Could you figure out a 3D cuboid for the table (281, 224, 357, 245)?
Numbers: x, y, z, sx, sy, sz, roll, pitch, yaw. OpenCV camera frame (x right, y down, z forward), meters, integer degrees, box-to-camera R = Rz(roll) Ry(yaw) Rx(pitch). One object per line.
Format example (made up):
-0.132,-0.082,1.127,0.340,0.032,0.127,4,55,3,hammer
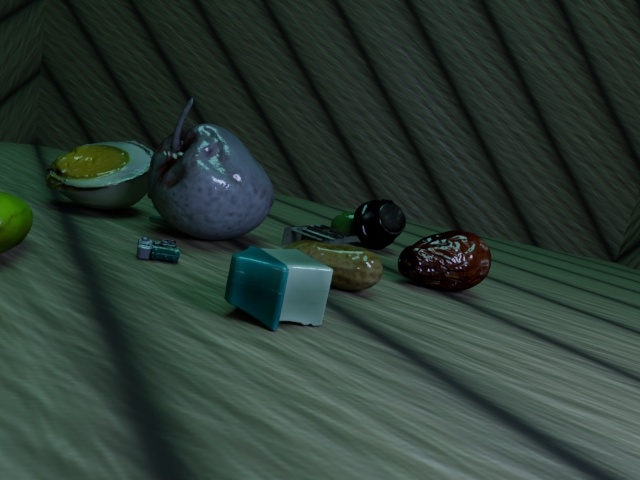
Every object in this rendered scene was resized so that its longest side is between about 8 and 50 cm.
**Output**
0.000,0.000,1.213,0.146,0.062,0.175,20,14,38,table

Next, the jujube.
0.312,0.050,1.034,0.237,0.167,0.168,0,14,-22,jujube

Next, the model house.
-0.077,0.071,0.647,0.149,0.100,0.127,7,11,-35,model house

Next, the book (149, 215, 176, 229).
-0.406,-0.051,1.181,0.135,0.017,0.103,16,14,25,book

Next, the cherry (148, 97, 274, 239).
-0.278,-0.143,1.071,0.335,0.291,0.326,35,2,-19,cherry

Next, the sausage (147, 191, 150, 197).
-0.592,-0.164,1.546,0.130,0.034,0.034,14,11,17,sausage

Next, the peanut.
0.021,0.053,0.879,0.226,0.095,0.108,8,-5,4,peanut

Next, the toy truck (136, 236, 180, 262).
-0.326,0.022,0.823,0.084,0.039,0.044,9,24,-18,toy truck

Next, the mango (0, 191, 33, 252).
-0.555,-0.033,0.676,0.126,0.111,0.233,10,8,-32,mango

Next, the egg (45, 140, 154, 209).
-0.619,-0.164,1.191,0.265,0.173,0.286,12,35,8,egg

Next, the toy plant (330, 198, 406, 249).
0.171,-0.050,1.439,0.218,0.175,0.235,13,-20,-29,toy plant
